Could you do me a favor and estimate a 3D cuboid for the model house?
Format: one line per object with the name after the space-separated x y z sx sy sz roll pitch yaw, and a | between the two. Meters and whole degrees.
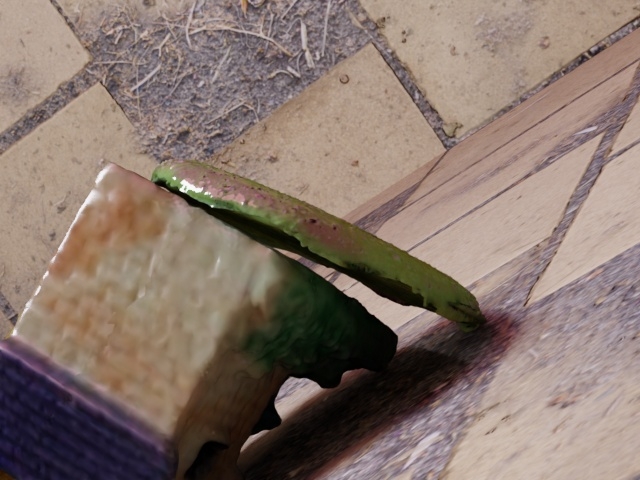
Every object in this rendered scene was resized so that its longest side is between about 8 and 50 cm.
-0.121 0.128 1.398 0.280 0.245 0.312 -61 -22 -4 | model house

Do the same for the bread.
0.002 0.001 1.367 0.301 0.301 0.045 -169 104 -84 | bread

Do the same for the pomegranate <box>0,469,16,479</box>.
-0.349 0.274 1.542 0.246 0.198 0.198 -42 5 0 | pomegranate

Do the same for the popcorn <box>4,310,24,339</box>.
-0.244 0.168 1.766 0.265 0.225 0.332 -31 14 -26 | popcorn
